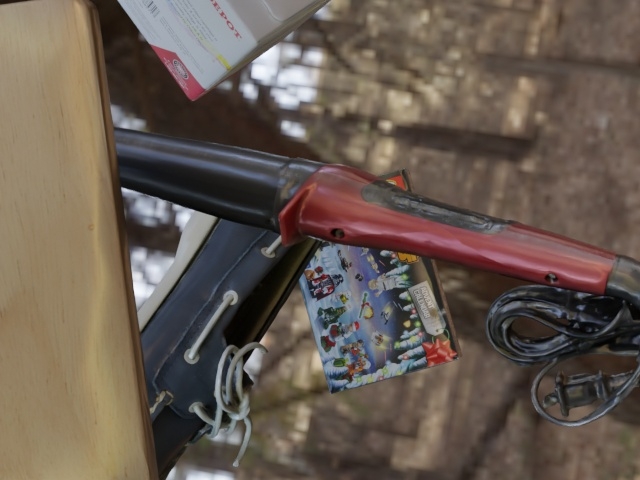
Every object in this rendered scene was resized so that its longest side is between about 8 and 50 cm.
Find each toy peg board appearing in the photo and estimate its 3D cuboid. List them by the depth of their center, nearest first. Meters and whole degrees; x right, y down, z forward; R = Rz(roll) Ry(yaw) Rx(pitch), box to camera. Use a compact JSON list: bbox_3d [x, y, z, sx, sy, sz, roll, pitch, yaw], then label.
[{"bbox_3d":[-0.137,0.012,0.573,0.079,0.160,0.161,-14,-83,-85],"label":"toy peg board"}]

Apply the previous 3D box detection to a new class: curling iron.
[{"bbox_3d":[0.000,0.000,0.636,0.035,0.274,0.068,-40,-33,-68],"label":"curling iron"}]

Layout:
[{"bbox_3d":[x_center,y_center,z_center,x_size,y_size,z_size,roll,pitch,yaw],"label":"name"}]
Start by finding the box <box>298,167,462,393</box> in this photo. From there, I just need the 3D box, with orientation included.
[{"bbox_3d":[0.034,0.028,1.181,0.027,0.094,0.137,0,-107,-80],"label":"box"}]

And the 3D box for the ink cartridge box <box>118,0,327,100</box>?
[{"bbox_3d":[-0.073,-0.222,1.460,0.127,0.128,0.176,-37,5,-24],"label":"ink cartridge box"}]

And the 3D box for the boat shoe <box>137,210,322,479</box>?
[{"bbox_3d":[-0.069,0.071,1.029,0.095,0.079,0.254,82,-148,-61],"label":"boat shoe"}]
